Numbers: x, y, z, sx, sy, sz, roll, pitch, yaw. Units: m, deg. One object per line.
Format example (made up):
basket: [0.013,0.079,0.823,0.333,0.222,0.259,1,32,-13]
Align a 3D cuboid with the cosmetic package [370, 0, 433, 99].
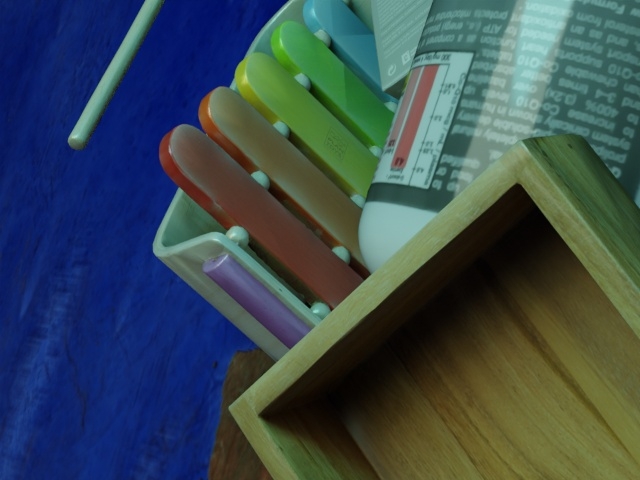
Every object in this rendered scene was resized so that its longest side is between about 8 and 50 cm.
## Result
cosmetic package: [0.105,-0.194,0.990,0.107,0.127,0.238,-34,48,38]

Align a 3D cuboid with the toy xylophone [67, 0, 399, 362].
toy xylophone: [-0.030,-0.066,0.905,0.081,0.236,0.322,-29,36,38]

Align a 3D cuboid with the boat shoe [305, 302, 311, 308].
boat shoe: [0.000,-0.001,1.065,0.223,0.080,0.073,-13,51,41]

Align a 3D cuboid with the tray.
tray: [0.151,0.177,0.591,0.203,0.076,0.411,-44,71,29]

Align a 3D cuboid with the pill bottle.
pill bottle: [0.142,-0.048,0.777,0.210,0.210,0.363,15,84,55]
